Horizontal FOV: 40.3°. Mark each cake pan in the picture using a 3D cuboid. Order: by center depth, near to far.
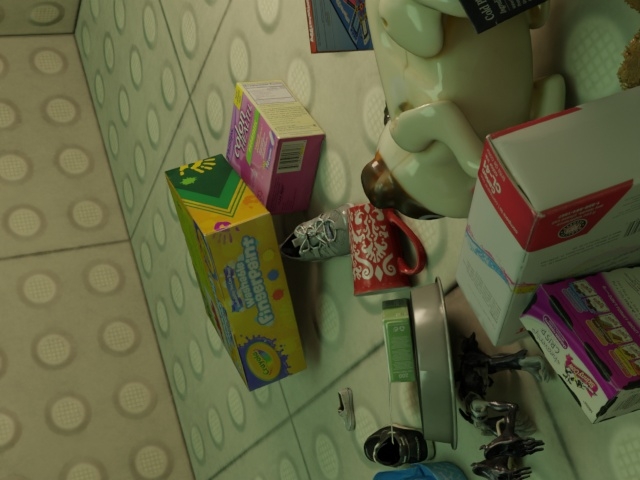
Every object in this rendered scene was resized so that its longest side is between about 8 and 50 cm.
[{"bbox_3d":[0.190,0.208,1.482,0.293,0.054,0.294,-5,-90,-85],"label":"cake pan"}]

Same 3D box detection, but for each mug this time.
[{"bbox_3d":[0.125,0.013,1.679,0.113,0.150,0.170,32,-132,-77],"label":"mug"}]

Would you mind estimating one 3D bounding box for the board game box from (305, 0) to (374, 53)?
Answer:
[{"bbox_3d":[0.034,-0.493,1.617,0.027,0.145,0.282,4,101,65],"label":"board game box"}]

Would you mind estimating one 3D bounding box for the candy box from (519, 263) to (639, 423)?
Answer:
[{"bbox_3d":[0.379,0.113,1.045,0.159,0.233,0.071,61,146,35],"label":"candy box"}]

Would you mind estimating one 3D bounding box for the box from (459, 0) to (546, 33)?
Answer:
[{"bbox_3d":[0.245,-0.459,0.947,0.312,0.179,0.343,-23,58,20],"label":"box"}]

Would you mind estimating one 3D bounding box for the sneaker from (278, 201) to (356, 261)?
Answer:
[{"bbox_3d":[0.000,0.000,1.869,0.281,0.115,0.105,-37,66,60],"label":"sneaker"}]

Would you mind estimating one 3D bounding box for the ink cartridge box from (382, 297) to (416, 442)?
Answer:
[{"bbox_3d":[0.149,0.241,1.642,0.171,0.056,0.235,-66,-30,-82],"label":"ink cartridge box"}]

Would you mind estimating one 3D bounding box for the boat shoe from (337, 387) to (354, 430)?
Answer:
[{"bbox_3d":[0.054,0.385,1.974,0.035,0.035,0.100,15,111,60],"label":"boat shoe"}]

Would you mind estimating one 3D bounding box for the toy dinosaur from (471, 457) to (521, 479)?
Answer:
[{"bbox_3d":[0.312,0.394,1.482,0.183,0.053,0.093,100,160,-56],"label":"toy dinosaur"}]

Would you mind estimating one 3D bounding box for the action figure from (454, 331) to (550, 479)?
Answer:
[{"bbox_3d":[0.287,0.256,1.385,0.276,0.140,0.164,-92,2,-55],"label":"action figure"}]

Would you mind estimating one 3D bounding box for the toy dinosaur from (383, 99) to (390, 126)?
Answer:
[{"bbox_3d":[0.144,-0.210,1.594,0.118,0.064,0.268,-128,36,-54],"label":"toy dinosaur"}]

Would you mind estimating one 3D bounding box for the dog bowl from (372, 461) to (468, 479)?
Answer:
[{"bbox_3d":[0.200,0.514,1.693,0.297,0.074,0.166,-42,61,59],"label":"dog bowl"}]

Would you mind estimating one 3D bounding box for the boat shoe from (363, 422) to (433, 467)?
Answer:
[{"bbox_3d":[0.140,0.422,1.778,0.233,0.079,0.084,-29,74,63],"label":"boat shoe"}]

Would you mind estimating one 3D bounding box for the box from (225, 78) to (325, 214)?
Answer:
[{"bbox_3d":[-0.111,-0.218,2.015,0.243,0.117,0.214,56,144,40],"label":"box"}]

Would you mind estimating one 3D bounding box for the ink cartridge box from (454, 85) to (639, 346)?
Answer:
[{"bbox_3d":[0.303,-0.021,1.072,0.306,0.226,0.131,91,156,-58],"label":"ink cartridge box"}]

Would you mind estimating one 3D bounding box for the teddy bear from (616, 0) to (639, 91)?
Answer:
[{"bbox_3d":[0.449,-0.215,0.974,0.338,0.113,0.245,58,153,23],"label":"teddy bear"}]

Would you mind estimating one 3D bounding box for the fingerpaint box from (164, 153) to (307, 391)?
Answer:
[{"bbox_3d":[-0.201,0.069,2.089,0.371,0.163,0.445,-131,25,-56],"label":"fingerpaint box"}]

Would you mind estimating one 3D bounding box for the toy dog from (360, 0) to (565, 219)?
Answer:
[{"bbox_3d":[0.173,-0.212,1.271,0.395,0.284,0.408,29,132,37],"label":"toy dog"}]
